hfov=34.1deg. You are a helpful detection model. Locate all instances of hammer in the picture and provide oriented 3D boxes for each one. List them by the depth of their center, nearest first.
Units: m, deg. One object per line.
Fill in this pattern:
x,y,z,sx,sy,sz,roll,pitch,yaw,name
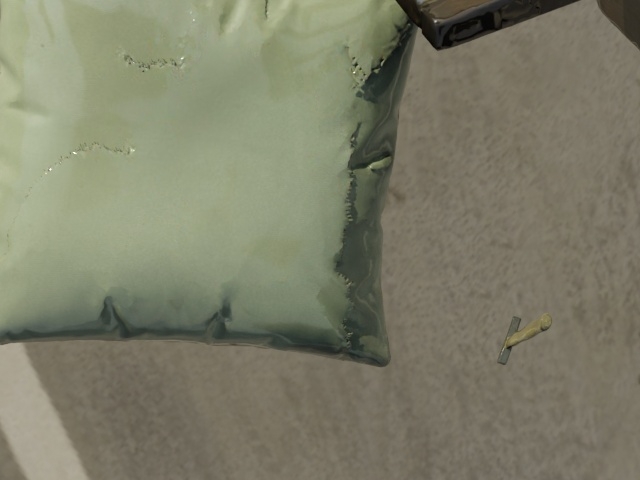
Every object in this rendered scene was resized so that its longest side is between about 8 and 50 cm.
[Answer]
0.234,0.102,1.187,0.013,0.199,0.062,21,78,2,hammer

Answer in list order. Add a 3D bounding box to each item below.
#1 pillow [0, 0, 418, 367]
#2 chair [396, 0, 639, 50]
-0.083,-0.065,0.723,0.310,0.119,0.312,5,96,-14,pillow
0.234,-0.175,0.665,0.416,0.203,0.240,-25,142,-4,chair
